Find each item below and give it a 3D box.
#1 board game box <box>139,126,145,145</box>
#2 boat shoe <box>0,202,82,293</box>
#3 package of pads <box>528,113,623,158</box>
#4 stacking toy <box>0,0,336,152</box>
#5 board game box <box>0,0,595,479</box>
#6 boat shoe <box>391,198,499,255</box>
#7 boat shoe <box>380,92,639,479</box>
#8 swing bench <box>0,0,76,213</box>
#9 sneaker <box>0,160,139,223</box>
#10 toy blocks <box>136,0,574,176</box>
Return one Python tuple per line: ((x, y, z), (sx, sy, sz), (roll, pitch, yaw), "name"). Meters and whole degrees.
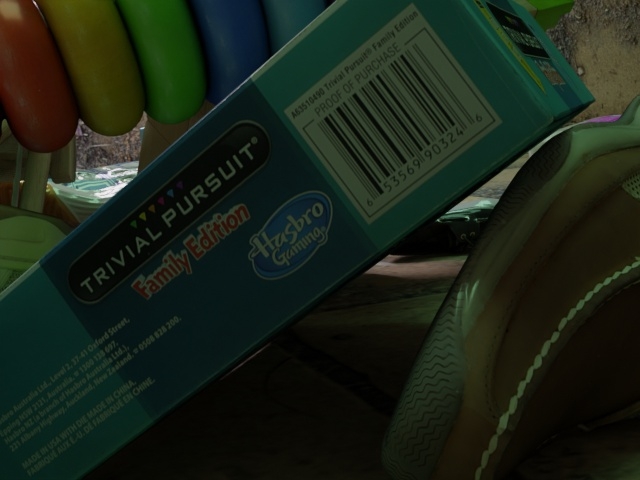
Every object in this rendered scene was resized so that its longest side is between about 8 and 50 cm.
((-0.039, -0.068, 1.141), (0.275, 0.144, 0.142), (-3, 7, 13), "board game box")
((-0.160, 0.036, 0.581), (0.109, 0.098, 0.302), (6, -4, 10), "boat shoe")
((0.415, -0.091, 1.158), (0.296, 0.101, 0.229), (0, 11, 34), "package of pads")
((-0.102, -0.117, 0.562), (0.330, 0.141, 0.141), (-21, 12, -15), "stacking toy")
((0.004, -0.019, 0.519), (0.253, 0.079, 0.336), (-37, -3, 19), "board game box")
((0.122, -0.007, 0.964), (0.142, 0.049, 0.040), (-4, 41, 1), "boat shoe")
((0.143, 0.017, 0.447), (0.116, 0.123, 0.324), (33, 41, 21), "boat shoe")
((-0.346, -0.061, 0.815), (0.253, 0.165, 0.255), (-4, 43, 8), "swing bench")
((-0.215, -0.023, 1.005), (0.296, 0.112, 0.131), (6, 24, 9), "sneaker")
((0.002, -0.075, 0.824), (0.381, 0.261, 0.191), (-22, 54, -36), "toy blocks")
